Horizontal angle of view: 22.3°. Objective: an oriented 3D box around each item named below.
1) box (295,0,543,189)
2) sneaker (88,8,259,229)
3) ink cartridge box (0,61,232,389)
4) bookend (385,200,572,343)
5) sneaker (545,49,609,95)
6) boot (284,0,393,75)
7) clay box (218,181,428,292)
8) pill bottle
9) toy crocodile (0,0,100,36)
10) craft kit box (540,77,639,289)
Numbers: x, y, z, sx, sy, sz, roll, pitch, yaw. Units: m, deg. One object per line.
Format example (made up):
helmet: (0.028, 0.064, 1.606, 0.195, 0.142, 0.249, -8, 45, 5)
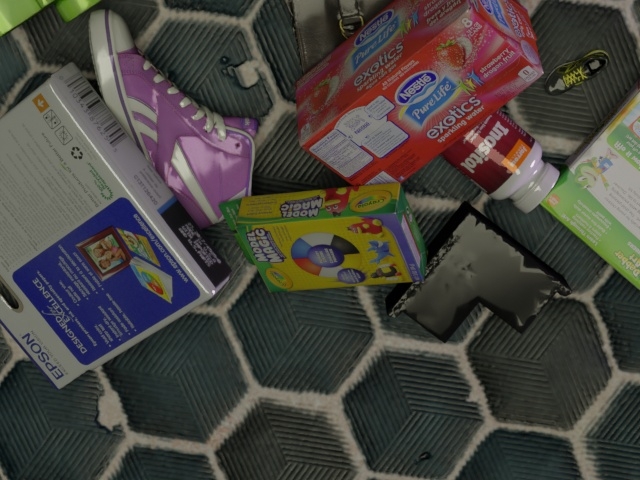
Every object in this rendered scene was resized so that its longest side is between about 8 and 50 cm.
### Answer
box: (0.105, -0.180, 1.794, 0.128, 0.123, 0.257, 34, 122, -31)
sneaker: (-0.162, -0.152, 1.877, 0.161, 0.102, 0.282, -19, 111, 1)
ink cartridge box: (-0.298, -0.007, 1.890, 0.307, 0.072, 0.303, -30, 101, 40)
bookend: (0.186, 0.064, 1.921, 0.157, 0.072, 0.156, 36, 100, -7)
sneaker: (0.299, -0.196, 1.888, 0.083, 0.035, 0.031, -32, 98, 6)
boot: (0.063, -0.311, 1.841, 0.229, 0.091, 0.263, -5, 103, 1)
clay box: (0.000, 0.000, 1.865, 0.222, 0.053, 0.127, -6, 139, 19)
pill bottle: (0.200, -0.103, 1.882, 0.152, 0.086, 0.086, 38, 99, -7)
toy crocodile: (-0.236, -0.336, 1.819, 0.340, 0.105, 0.115, -28, 99, -4)
craft kit box: (0.425, -0.060, 1.905, 0.250, 0.061, 0.247, 41, 96, -7)
